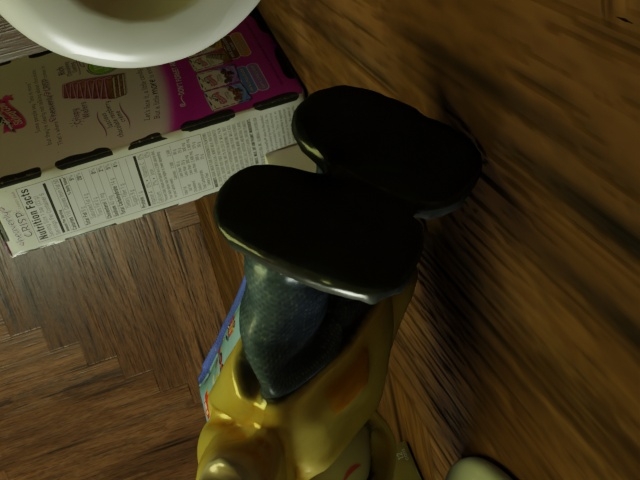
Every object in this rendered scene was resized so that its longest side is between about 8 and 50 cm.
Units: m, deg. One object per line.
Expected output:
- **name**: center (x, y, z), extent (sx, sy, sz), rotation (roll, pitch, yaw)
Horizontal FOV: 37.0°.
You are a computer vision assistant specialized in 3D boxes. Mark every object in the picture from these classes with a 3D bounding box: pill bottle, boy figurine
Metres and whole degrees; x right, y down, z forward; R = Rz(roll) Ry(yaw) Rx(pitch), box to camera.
- **pill bottle**: center (-0.145, -0.258, 0.610), extent (0.323, 0.181, 0.181), rotation (-118, 14, -47)
- **boy figurine**: center (-0.002, 0.069, 0.466), extent (0.092, 0.177, 0.285), rotation (26, 141, 18)

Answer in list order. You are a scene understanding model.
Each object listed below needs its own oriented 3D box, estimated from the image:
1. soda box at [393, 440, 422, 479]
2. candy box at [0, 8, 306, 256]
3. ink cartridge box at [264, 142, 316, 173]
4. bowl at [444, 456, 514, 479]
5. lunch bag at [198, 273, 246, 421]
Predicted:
- **soda box**: center (0.047, 0.223, 0.769), extent (0.181, 0.058, 0.061), rotation (91, 159, -61)
- **candy box**: center (-0.140, -0.093, 0.726), extent (0.159, 0.233, 0.071), rotation (-117, 13, -46)
- **ink cartridge box**: center (0.000, 0.000, 0.646), extent (0.122, 0.052, 0.088), rotation (93, 158, -62)
- **bowl**: center (0.072, 0.272, 0.488), extent (0.298, 0.134, 0.298), rotation (163, 90, -81)
- **lunch bag**: center (-0.028, 0.158, 0.937), extent (0.293, 0.138, 0.221), rotation (105, 150, -56)
